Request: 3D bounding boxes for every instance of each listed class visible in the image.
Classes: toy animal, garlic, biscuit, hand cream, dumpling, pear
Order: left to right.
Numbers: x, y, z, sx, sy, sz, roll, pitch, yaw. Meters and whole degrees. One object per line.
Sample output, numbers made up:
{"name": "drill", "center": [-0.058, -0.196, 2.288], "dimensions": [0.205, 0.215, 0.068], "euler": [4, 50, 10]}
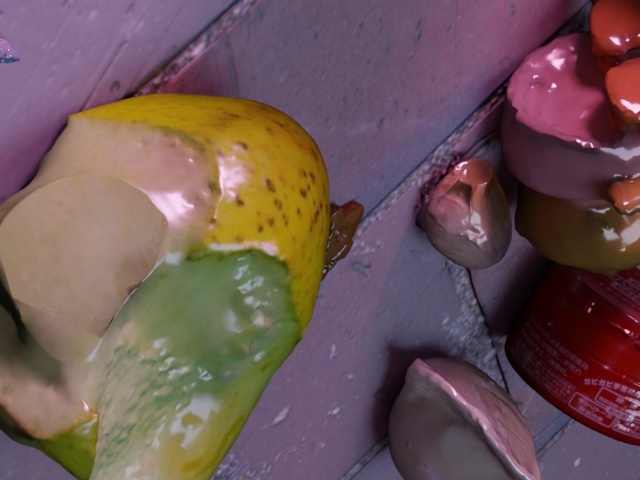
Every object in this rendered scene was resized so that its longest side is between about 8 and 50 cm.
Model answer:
{"name": "pear", "center": [-0.097, 0.039, 1.244], "dimensions": [0.282, 0.176, 0.286], "euler": [-48, 151, -9]}
{"name": "biscuit", "center": [0.000, 0.000, 1.487], "dimensions": [0.082, 0.016, 0.092], "euler": [-55, 152, 8]}
{"name": "garlic", "center": [0.138, -0.012, 1.608], "dimensions": [0.084, 0.066, 0.152], "euler": [-47, 149, -7]}
{"name": "dumpling", "center": [0.152, 0.197, 1.745], "dimensions": [0.131, 0.179, 0.252], "euler": [-40, 150, -17]}
{"name": "toy animal", "center": [0.243, -0.067, 1.604], "dimensions": [0.169, 0.195, 0.281], "euler": [-10, 143, 8]}
{"name": "hand cream", "center": [0.288, 0.102, 1.818], "dimensions": [0.193, 0.193, 0.125], "euler": [5, 121, -55]}

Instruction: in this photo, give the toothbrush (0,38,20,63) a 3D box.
{"name": "toothbrush", "center": [-0.240, -0.117, 1.027], "dimensions": [0.193, 0.019, 0.013], "euler": [5, 120, -54]}
